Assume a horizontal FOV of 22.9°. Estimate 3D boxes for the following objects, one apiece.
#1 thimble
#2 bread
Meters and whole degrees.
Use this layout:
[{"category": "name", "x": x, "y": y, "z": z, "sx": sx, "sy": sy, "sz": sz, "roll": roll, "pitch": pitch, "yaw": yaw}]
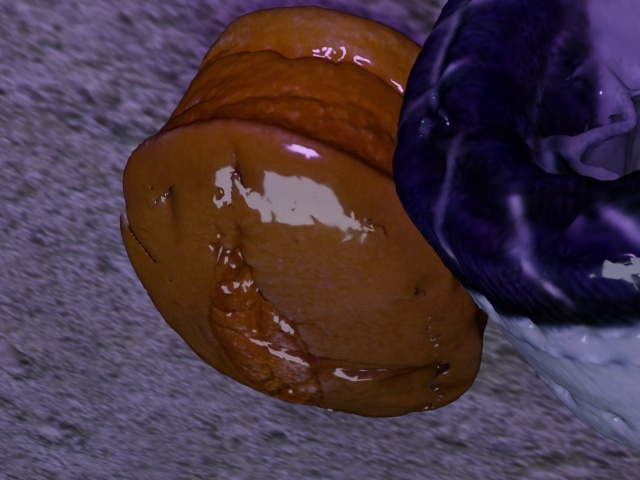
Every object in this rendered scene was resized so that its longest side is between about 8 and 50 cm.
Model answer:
[{"category": "thimble", "x": 0.148, "y": -0.042, "z": 0.611, "sx": 0.237, "sy": 0.237, "sz": 0.150, "roll": -3, "pitch": 140, "yaw": 36}, {"category": "bread", "x": 0.000, "y": 0.000, "z": 0.850, "sx": 0.195, "sy": 0.142, "sz": 0.269, "roll": 12, "pitch": 148, "yaw": 16}]
